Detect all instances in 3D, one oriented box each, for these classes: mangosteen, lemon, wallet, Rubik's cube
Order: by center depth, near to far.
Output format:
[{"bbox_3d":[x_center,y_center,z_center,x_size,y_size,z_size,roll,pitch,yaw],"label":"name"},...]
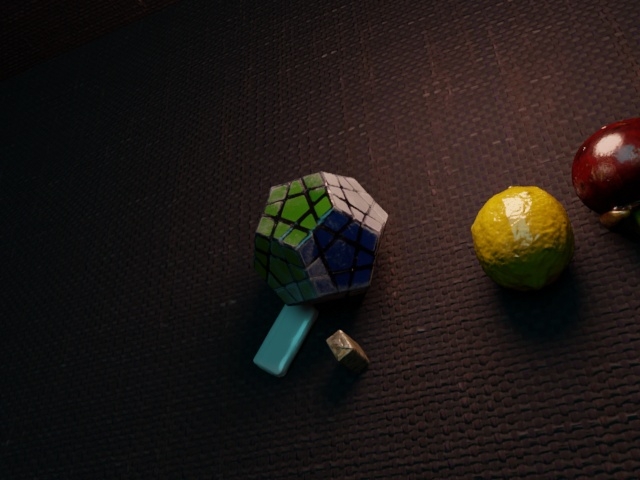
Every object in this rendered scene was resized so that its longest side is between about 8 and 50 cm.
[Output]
[{"bbox_3d":[0.608,-0.107,1.183,0.215,0.215,0.258,-19,73,15],"label":"mangosteen"},{"bbox_3d":[0.400,-0.005,1.222,0.192,0.192,0.231,-15,60,18],"label":"lemon"},{"bbox_3d":[0.000,0.000,1.376,0.319,0.319,0.264,-43,23,-4],"label":"Rubik's cube"},{"bbox_3d":[-0.077,0.219,1.424,0.095,0.033,0.190,21,71,34],"label":"wallet"}]

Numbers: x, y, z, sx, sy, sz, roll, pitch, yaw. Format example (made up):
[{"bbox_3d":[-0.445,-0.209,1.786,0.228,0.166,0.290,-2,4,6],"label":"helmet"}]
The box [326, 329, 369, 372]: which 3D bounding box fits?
[{"bbox_3d":[0.059,0.235,1.300,0.045,0.098,0.062,-40,48,5],"label":"box"}]
